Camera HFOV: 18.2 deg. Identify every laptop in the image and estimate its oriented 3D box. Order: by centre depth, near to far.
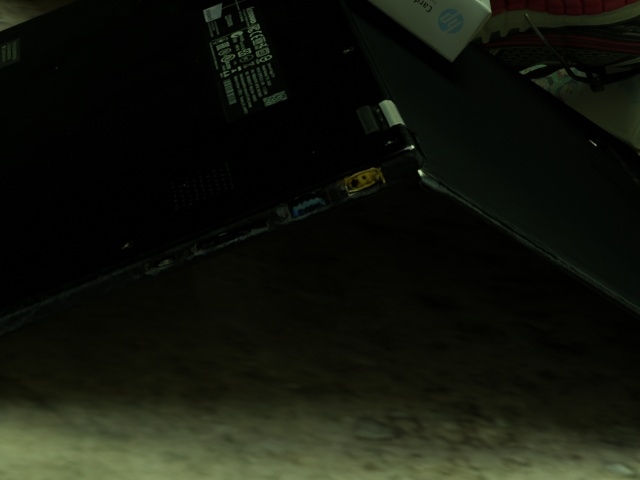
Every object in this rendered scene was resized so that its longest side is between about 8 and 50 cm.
[{"bbox_3d":[0.000,0.000,1.042,0.408,0.236,0.382,-21,25,1],"label":"laptop"}]

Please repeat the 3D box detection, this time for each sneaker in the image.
[{"bbox_3d":[0.141,-0.142,1.267,0.299,0.112,0.121,-2,53,48],"label":"sneaker"}]

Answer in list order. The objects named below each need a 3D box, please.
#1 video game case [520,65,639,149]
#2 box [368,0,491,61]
[{"bbox_3d":[0.183,-0.150,1.317,0.157,0.143,0.019,30,0,40],"label":"video game case"},{"bbox_3d":[0.027,-0.172,1.114,0.145,0.038,0.186,36,14,-8],"label":"box"}]
